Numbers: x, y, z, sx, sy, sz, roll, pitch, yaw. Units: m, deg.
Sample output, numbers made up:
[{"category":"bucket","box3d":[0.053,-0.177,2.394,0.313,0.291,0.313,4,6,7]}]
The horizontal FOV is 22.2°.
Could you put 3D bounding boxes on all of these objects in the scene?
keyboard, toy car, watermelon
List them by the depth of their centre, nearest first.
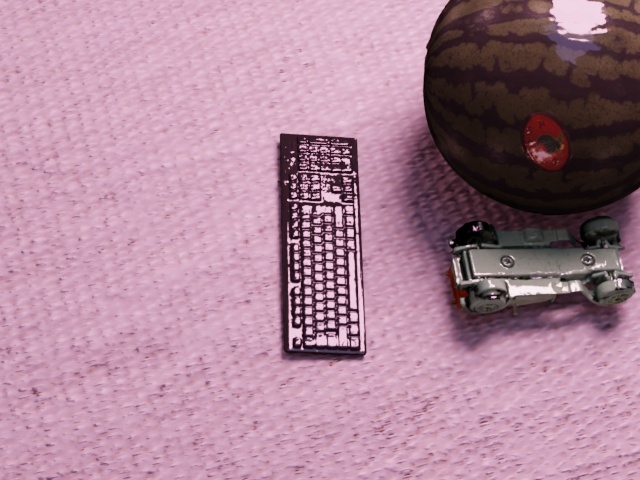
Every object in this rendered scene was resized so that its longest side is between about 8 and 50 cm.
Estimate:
[{"category":"toy car","box3d":[0.170,0.022,1.262,0.143,0.054,0.073,-3,59,-13]},{"category":"watermelon","box3d":[0.185,-0.121,1.266,0.212,0.212,0.212,3,57,-5]},{"category":"keyboard","box3d":[0.000,0.000,1.280,0.067,0.011,0.202,2,58,-7]}]
